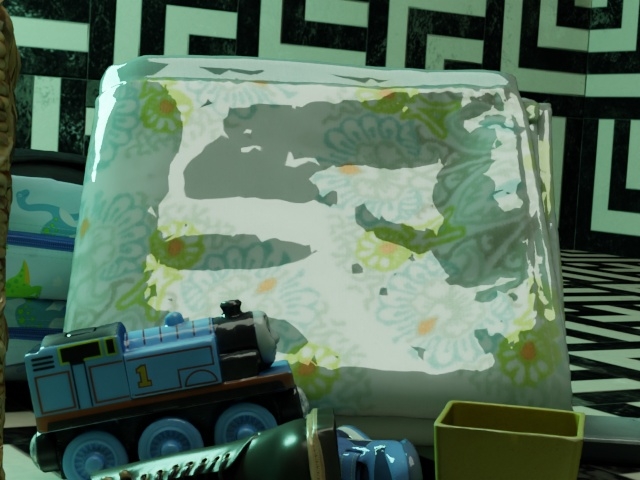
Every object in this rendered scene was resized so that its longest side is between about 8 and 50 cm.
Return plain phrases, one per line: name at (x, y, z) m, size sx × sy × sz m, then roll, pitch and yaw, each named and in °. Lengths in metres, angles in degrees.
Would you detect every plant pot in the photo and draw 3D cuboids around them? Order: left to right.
plant pot at (0.107, 0.142, 0.787) m, size 0.082 × 0.083 × 0.081 m, roll 3°, pitch 4°, yaw 12°

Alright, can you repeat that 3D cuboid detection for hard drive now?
hard drive at (0.201, 0.156, 1.098) m, size 0.135 × 0.022 × 0.094 m, roll 3°, pitch 4°, yaw 2°

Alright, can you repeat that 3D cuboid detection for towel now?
towel at (0.000, 0.000, 1.058) m, size 0.375 × 0.320 × 0.090 m, roll 1°, pitch -37°, yaw 0°

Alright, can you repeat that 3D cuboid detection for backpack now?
backpack at (-0.259, 0.023, 1.249) m, size 0.290 × 0.273 × 0.355 m, roll 9°, pitch -15°, yaw 35°

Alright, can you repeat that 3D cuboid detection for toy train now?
toy train at (-0.102, 0.100, 0.903) m, size 0.184 × 0.105 × 0.080 m, roll -10°, pitch 5°, yaw -3°

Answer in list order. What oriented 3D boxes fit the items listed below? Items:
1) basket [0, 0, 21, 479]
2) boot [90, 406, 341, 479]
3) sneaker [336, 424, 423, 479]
basket at (-0.259, 0.020, 0.676) m, size 0.214 × 0.299 × 0.223 m, roll 2°, pitch 4°, yaw -12°
boot at (-0.061, 0.137, 0.734) m, size 0.137 × 0.076 × 0.198 m, roll -2°, pitch -18°, yaw -9°
sneaker at (0.018, 0.149, 0.868) m, size 0.059 × 0.053 × 0.144 m, roll 0°, pitch -2°, yaw -25°
